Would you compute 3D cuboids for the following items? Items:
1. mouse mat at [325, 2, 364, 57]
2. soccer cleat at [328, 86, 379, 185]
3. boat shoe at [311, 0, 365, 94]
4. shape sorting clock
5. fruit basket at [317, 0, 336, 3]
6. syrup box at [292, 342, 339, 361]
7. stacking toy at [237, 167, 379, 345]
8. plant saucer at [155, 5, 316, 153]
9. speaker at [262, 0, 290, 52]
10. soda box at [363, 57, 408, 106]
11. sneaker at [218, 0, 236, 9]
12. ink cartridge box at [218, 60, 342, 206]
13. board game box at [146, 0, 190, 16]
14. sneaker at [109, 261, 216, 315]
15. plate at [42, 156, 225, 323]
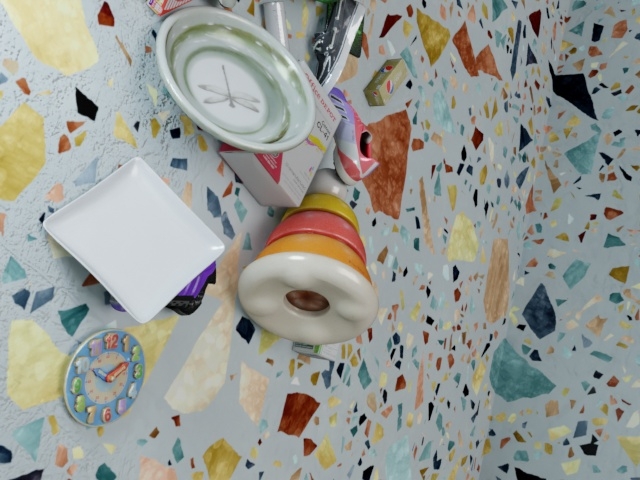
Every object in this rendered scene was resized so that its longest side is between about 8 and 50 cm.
[{"bbox_3d":[0.073,-0.629,2.241,0.190,0.007,0.152,7,87,-53],"label":"mouse mat"},{"bbox_3d":[0.084,-0.304,2.115,0.109,0.116,0.318,25,46,-47],"label":"soccer cleat"},{"bbox_3d":[0.025,-0.535,2.113,0.102,0.108,0.301,24,85,-19],"label":"boat shoe"},{"bbox_3d":[-0.441,0.284,1.588,0.206,0.040,0.206,-6,98,-53],"label":"shape sorting clock"},{"bbox_3d":[0.056,-0.817,2.012,0.392,0.283,0.391,-7,101,-36],"label":"fruit basket"},{"bbox_3d":[0.011,0.210,2.155,0.096,0.093,0.236,33,67,-50],"label":"syrup box"},{"bbox_3d":[0.000,0.000,2.009,0.350,0.351,0.479,57,33,-40],"label":"stacking toy"},{"bbox_3d":[-0.200,-0.344,1.731,0.401,0.100,0.400,21,50,-27],"label":"plant saucer"},{"bbox_3d":[-0.111,-0.536,1.955,0.055,0.055,0.136,-25,113,-50],"label":"speaker"},{"bbox_3d":[0.205,-0.492,2.390,0.181,0.058,0.061,-55,133,-35],"label":"soda box"},{"bbox_3d":[-0.168,-0.653,1.742,0.099,0.121,0.262,-82,-176,-73],"label":"sneaker"},{"bbox_3d":[-0.095,-0.267,1.939,0.226,0.131,0.306,50,55,-43],"label":"ink cartridge box"},{"bbox_3d":[-0.278,-0.578,1.622,0.045,0.193,0.147,44,49,1],"label":"board game box"},{"bbox_3d":[-0.323,0.110,1.682,0.293,0.102,0.146,-35,121,-47],"label":"sneaker"},{"bbox_3d":[-0.373,-0.001,1.564,0.278,0.045,0.277,46,48,-3],"label":"plate"}]
